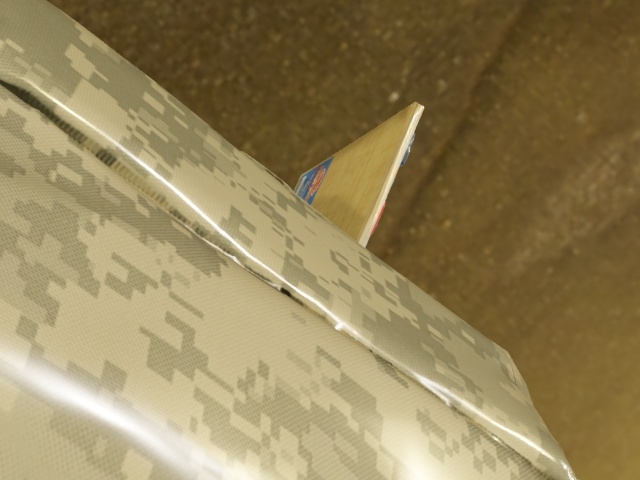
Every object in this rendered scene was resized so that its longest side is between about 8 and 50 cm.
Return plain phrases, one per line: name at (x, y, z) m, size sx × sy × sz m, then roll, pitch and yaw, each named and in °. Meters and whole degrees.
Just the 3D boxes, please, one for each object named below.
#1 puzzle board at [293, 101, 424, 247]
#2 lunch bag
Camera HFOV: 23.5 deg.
puzzle board at (0.000, 0.000, 0.717) m, size 0.096 × 0.011 × 0.128 m, roll -30°, pitch -152°, yaw 49°
lunch bag at (-0.072, 0.091, 0.408) m, size 0.305 × 0.256 × 0.212 m, roll 38°, pitch 102°, yaw -20°
